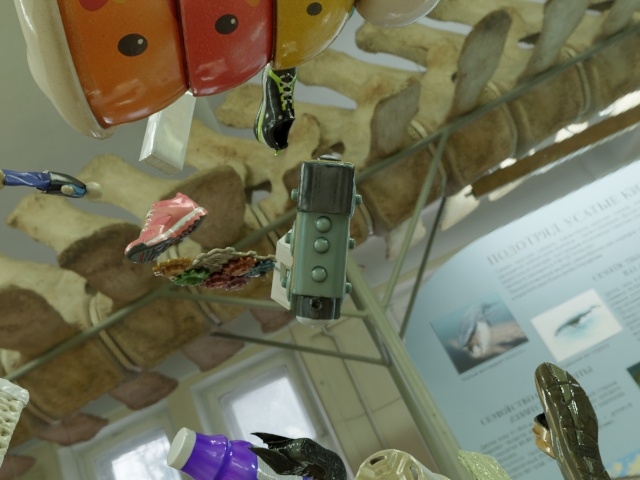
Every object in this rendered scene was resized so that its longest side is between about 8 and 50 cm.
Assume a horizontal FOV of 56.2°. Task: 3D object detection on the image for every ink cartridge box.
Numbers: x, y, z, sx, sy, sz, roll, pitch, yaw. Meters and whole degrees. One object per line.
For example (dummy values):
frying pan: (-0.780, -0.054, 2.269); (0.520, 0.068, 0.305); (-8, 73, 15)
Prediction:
ink cartridge box: (-0.040, 0.064, 1.827); (0.198, 0.114, 0.273); (-44, -23, -37)

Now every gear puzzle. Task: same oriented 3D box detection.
gear puzzle: (-0.246, 0.075, 1.410); (0.175, 0.044, 0.339); (-29, -22, 25)

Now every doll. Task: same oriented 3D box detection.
doll: (-0.498, -0.106, 1.110); (0.189, 0.129, 0.046); (6, -76, -37)

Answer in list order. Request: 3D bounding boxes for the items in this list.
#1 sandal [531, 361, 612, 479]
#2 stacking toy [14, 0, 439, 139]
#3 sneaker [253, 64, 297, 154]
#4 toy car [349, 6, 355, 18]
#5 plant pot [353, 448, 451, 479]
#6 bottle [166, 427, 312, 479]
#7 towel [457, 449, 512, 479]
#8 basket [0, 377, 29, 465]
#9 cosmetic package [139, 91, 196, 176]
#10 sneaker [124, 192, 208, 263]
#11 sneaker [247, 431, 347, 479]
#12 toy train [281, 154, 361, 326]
sandal: (0.290, 0.243, 0.708); (0.090, 0.219, 0.060); (23, -47, -28)
stacking toy: (-0.081, -0.314, 0.697); (0.479, 0.351, 0.351); (-7, -29, -8)
sneaker: (-0.079, -0.304, 1.336); (0.084, 0.097, 0.235); (-18, -45, -40)
toy car: (-0.073, -0.529, 1.170); (0.210, 0.219, 0.238); (-18, -70, -22)
plant pot: (0.248, 0.785, 1.761); (0.333, 0.334, 0.305); (-30, -52, 5)
bottle: (-0.129, 0.413, 1.052); (0.282, 0.118, 0.092); (30, -83, -20)
towel: (0.418, 0.580, 1.507); (0.110, 0.148, 0.027); (13, -76, -17)
basket: (-0.727, 0.346, 0.953); (0.328, 0.266, 0.331); (-39, -59, 13)
cosmetic package: (-0.399, -0.297, 1.571); (0.060, 0.239, 0.099); (-15, -31, 37)
sneaker: (-0.491, -0.043, 1.820); (0.314, 0.136, 0.116); (-41, -5, -46)
sneaker: (-0.034, 0.354, 0.963); (0.089, 0.051, 0.170); (-18, -49, 28)
toy train: (0.000, 0.000, 1.121); (0.142, 0.334, 0.190); (6, 0, 1)
